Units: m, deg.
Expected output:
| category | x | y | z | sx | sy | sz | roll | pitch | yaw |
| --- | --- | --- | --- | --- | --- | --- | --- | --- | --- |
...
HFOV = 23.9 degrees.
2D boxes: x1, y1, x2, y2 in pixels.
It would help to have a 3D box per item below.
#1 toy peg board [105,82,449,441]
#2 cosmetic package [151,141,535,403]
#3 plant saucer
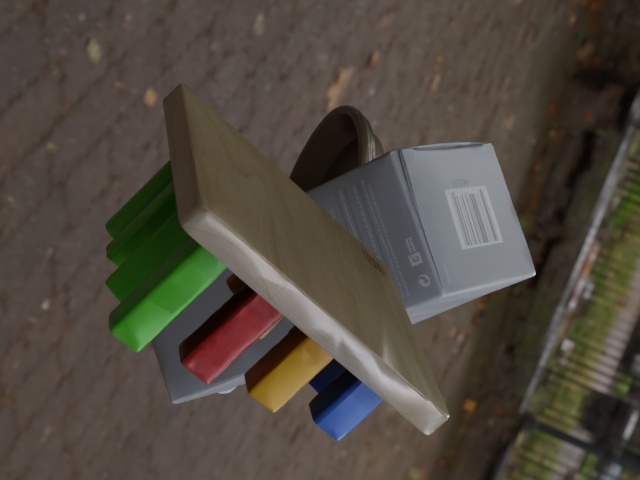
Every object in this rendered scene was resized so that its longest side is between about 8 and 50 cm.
| category | x | y | z | sx | sy | sz | roll | pitch | yaw |
| --- | --- | --- | --- | --- | --- | --- | --- | --- | --- |
| toy peg board | -0.033 | 0.026 | 0.740 | 0.079 | 0.160 | 0.161 | -43 | -156 | 12 |
| cosmetic package | 0.005 | 0.023 | 0.999 | 0.127 | 0.238 | 0.107 | -10 | 81 | -56 |
| plant saucer | 0.000 | 0.000 | 1.525 | 0.278 | 0.041 | 0.278 | -162 | -90 | -73 |
